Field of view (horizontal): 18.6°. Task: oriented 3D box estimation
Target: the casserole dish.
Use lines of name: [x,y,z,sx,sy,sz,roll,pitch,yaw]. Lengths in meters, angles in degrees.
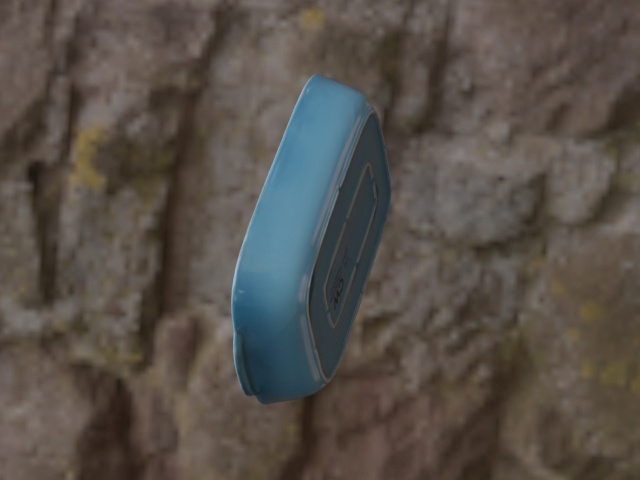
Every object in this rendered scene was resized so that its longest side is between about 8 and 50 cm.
casserole dish: [0.000,0.000,1.011,0.114,0.037,0.188,76,-153,-48]
